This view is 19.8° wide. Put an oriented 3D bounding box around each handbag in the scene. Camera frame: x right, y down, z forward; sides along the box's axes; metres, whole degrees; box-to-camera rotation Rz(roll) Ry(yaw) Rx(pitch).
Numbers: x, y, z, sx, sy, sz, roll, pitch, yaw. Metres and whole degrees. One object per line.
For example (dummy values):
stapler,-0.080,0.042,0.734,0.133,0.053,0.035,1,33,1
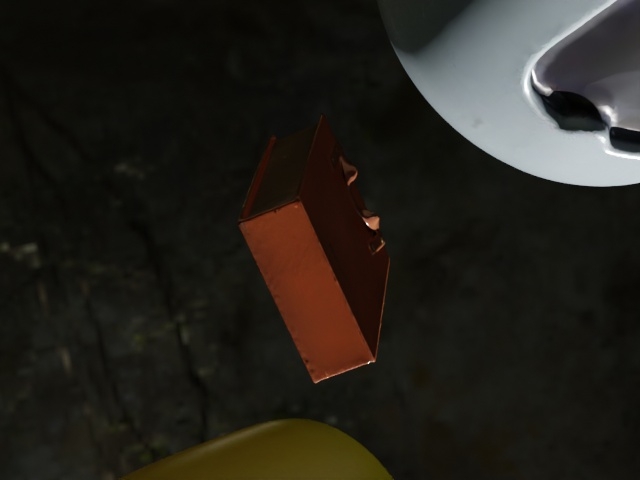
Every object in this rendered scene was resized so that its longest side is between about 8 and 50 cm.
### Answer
handbag,0.000,0.000,1.269,0.063,0.127,0.190,-22,-163,12

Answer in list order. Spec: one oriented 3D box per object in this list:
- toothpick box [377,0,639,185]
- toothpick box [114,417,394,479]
toothpick box,0.162,-0.174,0.856,0.263,0.263,0.355,-19,171,-27
toothpick box,-0.068,0.200,0.976,0.175,0.175,0.271,8,-158,36
